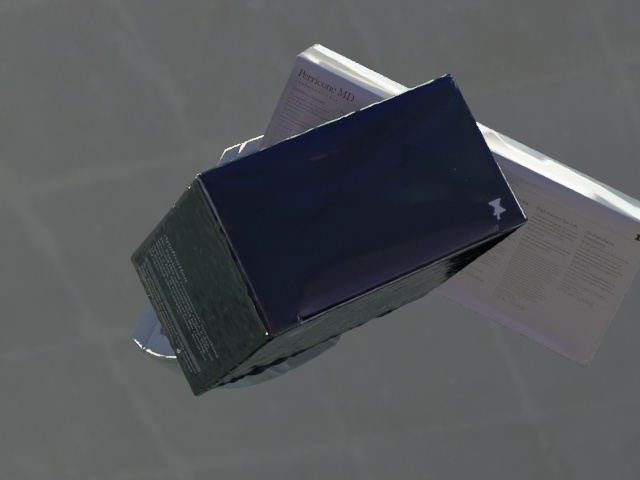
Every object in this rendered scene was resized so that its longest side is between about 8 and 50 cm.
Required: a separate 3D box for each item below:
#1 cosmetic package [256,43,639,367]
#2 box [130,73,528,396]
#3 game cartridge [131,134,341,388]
[{"bbox_3d":[0.079,-0.024,1.183,0.239,0.060,0.099,27,-70,5],"label":"cosmetic package"},{"bbox_3d":[0.000,0.000,1.033,0.093,0.156,0.158,64,-23,6],"label":"box"},{"bbox_3d":[-0.041,0.011,1.388,0.060,0.196,0.294,27,-16,-21],"label":"game cartridge"}]
